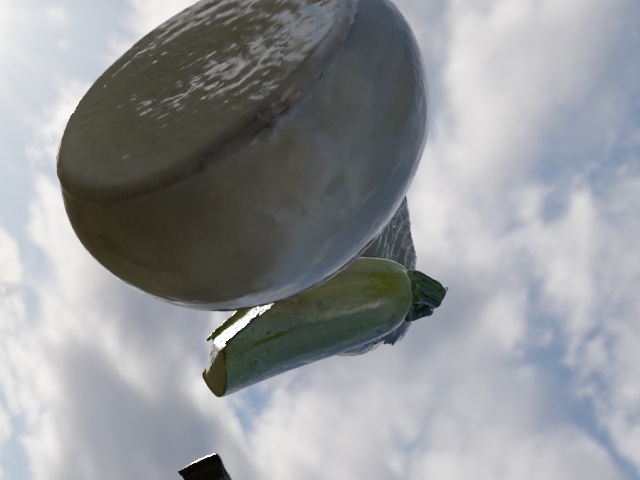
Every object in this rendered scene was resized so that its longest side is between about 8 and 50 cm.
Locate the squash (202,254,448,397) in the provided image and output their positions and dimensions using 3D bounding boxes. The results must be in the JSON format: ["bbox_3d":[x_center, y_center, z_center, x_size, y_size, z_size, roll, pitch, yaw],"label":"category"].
[{"bbox_3d":[0.006,0.045,0.910,0.075,0.200,0.090,64,-25,19],"label":"squash"}]

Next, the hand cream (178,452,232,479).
[{"bbox_3d":[-0.048,0.194,0.823,0.036,0.023,0.122,-28,-84,31],"label":"hand cream"}]

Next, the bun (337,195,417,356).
[{"bbox_3d":[0.000,0.000,1.221,0.141,0.239,0.239,-12,-82,22],"label":"bun"}]

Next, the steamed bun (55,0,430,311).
[{"bbox_3d":[-0.035,-0.049,0.756,0.232,0.232,0.145,30,-22,55],"label":"steamed bun"}]
